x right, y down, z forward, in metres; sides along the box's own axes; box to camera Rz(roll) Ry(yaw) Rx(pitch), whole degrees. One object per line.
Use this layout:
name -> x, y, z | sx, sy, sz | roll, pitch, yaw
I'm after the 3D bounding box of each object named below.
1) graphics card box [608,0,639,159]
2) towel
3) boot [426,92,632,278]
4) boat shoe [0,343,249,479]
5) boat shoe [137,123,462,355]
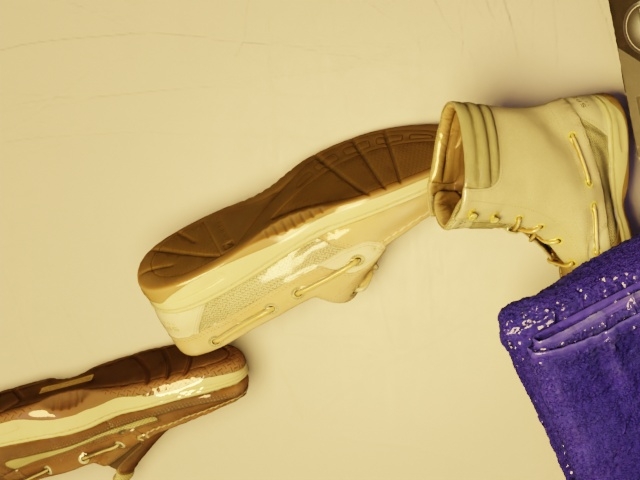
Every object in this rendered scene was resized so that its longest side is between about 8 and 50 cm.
graphics card box -> 0.392, -0.198, 1.244 | 0.371, 0.094, 0.233 | -6, 99, 41
towel -> 0.315, 0.084, 1.329 | 0.308, 0.076, 0.227 | -27, 111, 1
boot -> 0.168, -0.010, 1.353 | 0.165, 0.077, 0.213 | -4, 95, -27
boat shoe -> -0.175, 0.159, 1.462 | 0.257, 0.095, 0.095 | -13, 107, 15
boat shoe -> 0.000, 0.000, 1.412 | 0.302, 0.109, 0.098 | -27, 121, -1
